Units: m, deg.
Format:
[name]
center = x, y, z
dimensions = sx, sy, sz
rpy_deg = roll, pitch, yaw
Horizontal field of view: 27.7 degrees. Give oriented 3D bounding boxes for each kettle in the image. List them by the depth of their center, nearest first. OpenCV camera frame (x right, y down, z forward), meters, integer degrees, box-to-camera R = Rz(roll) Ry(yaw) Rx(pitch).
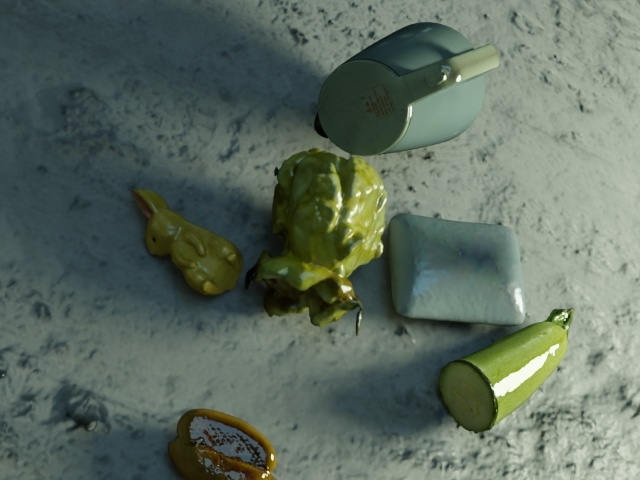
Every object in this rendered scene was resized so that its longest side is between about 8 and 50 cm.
[kettle]
center = 0.118, -0.184, 1.584
dimensions = 0.243, 0.211, 0.159
rpy_deg = -32, 105, -64

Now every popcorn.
[popcorn]
center = 0.003, -0.006, 1.527
dimensions = 0.174, 0.168, 0.195
rpy_deg = 28, 57, -2

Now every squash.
[squash]
center = 0.246, 0.141, 1.596
dimensions = 0.224, 0.094, 0.094
rpy_deg = -31, 78, -36

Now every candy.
[candy]
center = 0.170, 0.039, 1.625
dimensions = 0.174, 0.071, 0.138
rpy_deg = 6, 63, -17

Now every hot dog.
[hot dog]
center = -0.099, 0.242, 1.430
dimensions = 0.140, 0.060, 0.089
rpy_deg = 19, 63, -3

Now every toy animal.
[toy animal]
center = -0.165, -0.002, 1.531
dimensions = 0.159, 0.083, 0.070
rpy_deg = 39, 85, 14
